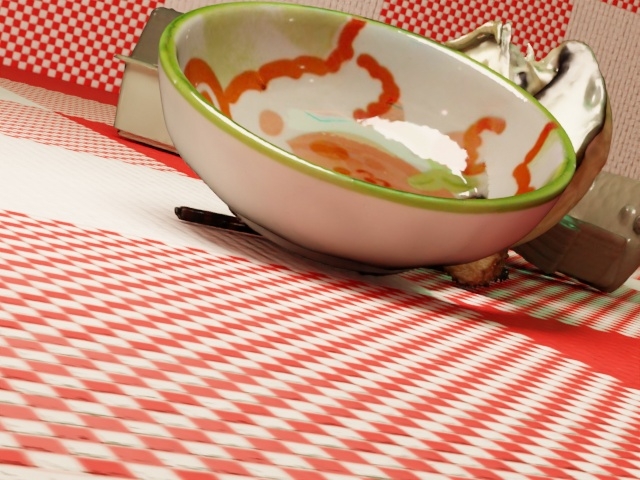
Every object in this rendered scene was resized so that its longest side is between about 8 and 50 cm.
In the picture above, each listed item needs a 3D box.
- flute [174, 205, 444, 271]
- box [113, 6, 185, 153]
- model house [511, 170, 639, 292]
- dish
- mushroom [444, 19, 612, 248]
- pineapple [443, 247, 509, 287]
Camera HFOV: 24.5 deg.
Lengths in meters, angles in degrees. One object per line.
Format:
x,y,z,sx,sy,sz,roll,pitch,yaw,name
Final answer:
0.000,0.000,1.177,0.269,0.014,0.014,11,7,-35,flute
-0.096,-0.172,1.805,0.290,0.166,0.220,19,6,20,box
0.222,-0.029,1.509,0.188,0.122,0.229,11,10,-21,model house
0.022,-0.060,1.126,0.324,0.124,0.324,14,28,-8,dish
0.143,-0.069,1.352,0.267,0.189,0.164,-24,-29,7,mushroom
0.138,0.015,1.217,0.058,0.058,0.124,18,2,23,pineapple
